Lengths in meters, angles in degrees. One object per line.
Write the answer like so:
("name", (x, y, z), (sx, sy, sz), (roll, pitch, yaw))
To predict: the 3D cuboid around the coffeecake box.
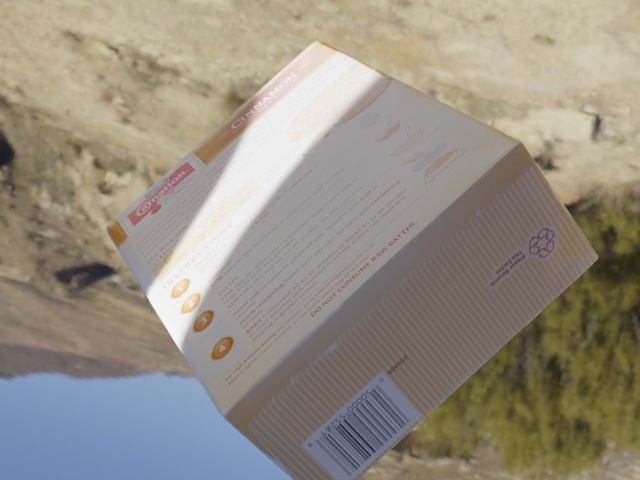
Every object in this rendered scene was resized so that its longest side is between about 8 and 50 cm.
("coffeecake box", (0.000, 0.000, 0.455), (0.068, 0.142, 0.185), (49, 177, -32))
